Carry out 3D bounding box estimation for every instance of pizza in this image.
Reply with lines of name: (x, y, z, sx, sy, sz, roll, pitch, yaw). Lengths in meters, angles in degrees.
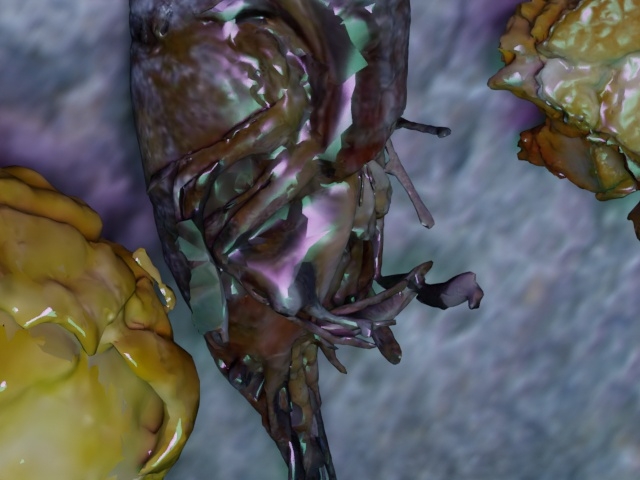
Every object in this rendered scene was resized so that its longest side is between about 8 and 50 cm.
pizza: (0.182, -0.101, 0.943, 0.229, 0.081, 0.289, -13, 114, -15)

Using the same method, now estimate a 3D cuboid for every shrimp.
shrimp: (-0.005, -0.001, 0.921, 0.145, 0.116, 0.343, -7, 110, -3)

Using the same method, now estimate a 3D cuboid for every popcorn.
popcorn: (-0.177, 0.080, 0.876, 0.250, 0.190, 0.250, -3, 106, -11)
